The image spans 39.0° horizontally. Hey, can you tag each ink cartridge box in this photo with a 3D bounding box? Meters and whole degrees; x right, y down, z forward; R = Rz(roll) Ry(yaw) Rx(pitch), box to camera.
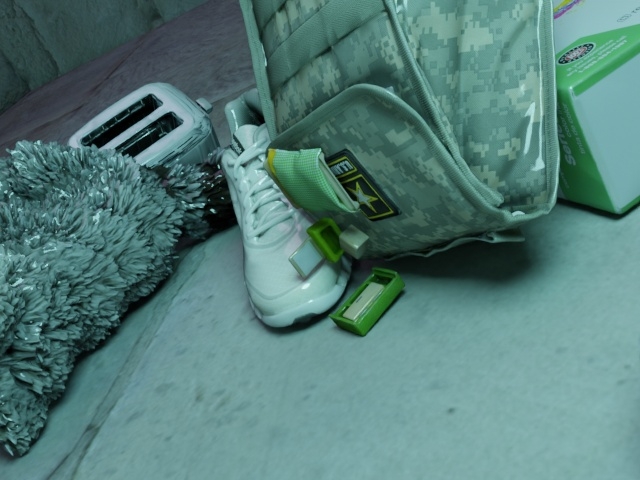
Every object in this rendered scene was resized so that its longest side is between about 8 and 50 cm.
[{"bbox_3d":[0.226,-0.145,0.790,0.201,0.117,0.278,-34,23,-11],"label":"ink cartridge box"}]

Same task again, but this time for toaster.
[{"bbox_3d":[-0.225,-0.092,1.134,0.227,0.146,0.129,-38,64,-20],"label":"toaster"}]

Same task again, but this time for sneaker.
[{"bbox_3d":[-0.046,-0.037,0.852,0.110,0.118,0.292,-25,39,10],"label":"sneaker"}]

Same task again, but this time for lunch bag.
[{"bbox_3d":[0.057,-0.124,0.699,0.169,0.286,0.235,-9,-4,-25],"label":"lunch bag"}]

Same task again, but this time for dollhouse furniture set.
[{"bbox_3d":[0.000,0.000,0.705,0.058,0.151,0.076,-47,28,-19],"label":"dollhouse furniture set"}]

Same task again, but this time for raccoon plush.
[{"bbox_3d":[-0.206,0.006,0.906,0.446,0.216,0.299,-31,31,-4],"label":"raccoon plush"}]
